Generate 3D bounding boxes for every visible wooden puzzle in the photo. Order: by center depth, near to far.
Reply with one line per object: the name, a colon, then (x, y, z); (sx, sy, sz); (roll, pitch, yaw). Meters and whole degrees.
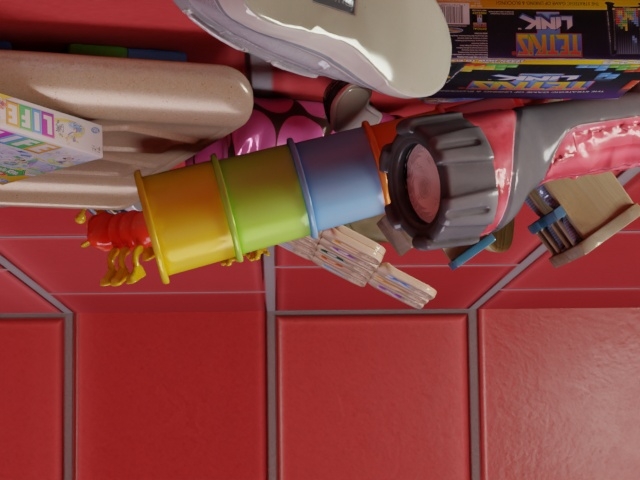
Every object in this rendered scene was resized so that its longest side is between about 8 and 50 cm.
wooden puzzle: (-0.253, -0.103, 1.518); (0.322, 0.080, 0.348); (2, 168, -19)

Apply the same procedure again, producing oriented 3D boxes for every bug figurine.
bug figurine: (-0.089, -0.042, 1.792); (0.216, 0.072, 0.279); (-4, -162, 31)

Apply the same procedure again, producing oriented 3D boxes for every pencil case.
pencil case: (-0.015, -0.070, 1.657); (0.209, 0.098, 0.095); (1, 143, -30)

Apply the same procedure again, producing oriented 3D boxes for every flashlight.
flashlight: (0.198, -0.062, 1.463); (0.304, 0.103, 0.103); (-8, -152, -27)

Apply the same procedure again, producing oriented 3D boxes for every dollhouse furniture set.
dollhouse furniture set: (0.161, -0.017, 1.685); (0.184, 0.129, 0.129); (-35, 177, -8)

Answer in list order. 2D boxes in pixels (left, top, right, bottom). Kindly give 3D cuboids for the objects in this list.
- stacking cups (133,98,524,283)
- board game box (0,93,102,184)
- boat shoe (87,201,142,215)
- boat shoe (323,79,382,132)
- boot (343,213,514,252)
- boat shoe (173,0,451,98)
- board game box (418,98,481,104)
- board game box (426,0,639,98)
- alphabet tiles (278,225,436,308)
stacking cups: (0.012, -0.054, 1.527); (0.316, 0.096, 0.096); (-16, 174, -6)
board game box: (-0.247, -0.077, 1.375); (0.103, 0.026, 0.154); (-13, 163, 34)
boat shoe: (-0.176, -0.035, 2.071); (0.083, 0.065, 0.183); (-1, 161, 40)
boat shoe: (0.021, -0.115, 1.566); (0.046, 0.038, 0.125); (-45, 166, 5)
boot: (0.114, -0.026, 2.148); (0.165, 0.077, 0.213); (-2, 174, 31)
boat shoe: (-0.005, -0.145, 1.212); (0.081, 0.079, 0.227); (2, 170, 41)
board game box: (0.115, -0.129, 1.531); (0.090, 0.020, 0.090); (-4, 171, 22)
board game box: (0.149, -0.136, 1.367); (0.170, 0.048, 0.141); (0, 172, -4)
alphabet tiles: (0.000, 0.000, 2.122); (0.278, 0.021, 0.284); (27, 173, 1)
